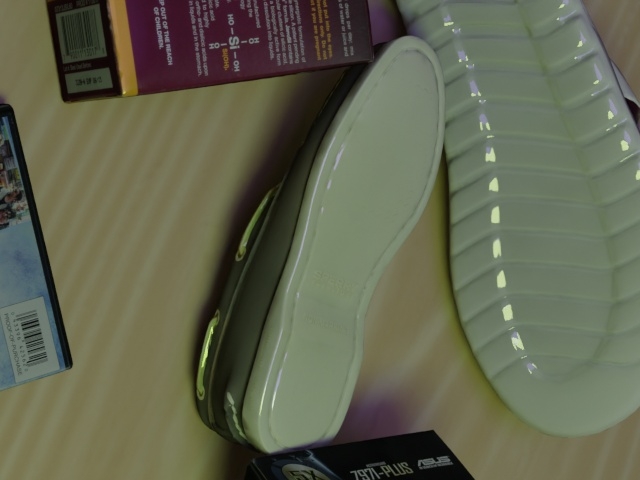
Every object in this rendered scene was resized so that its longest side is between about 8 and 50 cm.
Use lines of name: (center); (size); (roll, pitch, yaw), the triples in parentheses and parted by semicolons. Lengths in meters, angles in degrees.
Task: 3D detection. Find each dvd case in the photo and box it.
dvd case: (-0.284, 0.026, 1.192); (0.253, 0.022, 0.180); (-16, 97, -35)

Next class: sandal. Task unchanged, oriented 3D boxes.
sandal: (0.170, -0.064, 1.412); (0.102, 0.169, 0.416); (-32, 111, -67)

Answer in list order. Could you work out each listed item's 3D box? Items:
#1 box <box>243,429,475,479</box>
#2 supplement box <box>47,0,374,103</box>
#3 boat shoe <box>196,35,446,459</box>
box: (0.015, 0.229, 1.305); (0.147, 0.077, 0.180); (-6, 125, -29)
supplement box: (-0.072, -0.143, 1.277); (0.188, 0.104, 0.081); (-11, 97, -29)
boat shoe: (-0.003, -0.002, 1.323); (0.109, 0.091, 0.305); (27, 79, -41)
